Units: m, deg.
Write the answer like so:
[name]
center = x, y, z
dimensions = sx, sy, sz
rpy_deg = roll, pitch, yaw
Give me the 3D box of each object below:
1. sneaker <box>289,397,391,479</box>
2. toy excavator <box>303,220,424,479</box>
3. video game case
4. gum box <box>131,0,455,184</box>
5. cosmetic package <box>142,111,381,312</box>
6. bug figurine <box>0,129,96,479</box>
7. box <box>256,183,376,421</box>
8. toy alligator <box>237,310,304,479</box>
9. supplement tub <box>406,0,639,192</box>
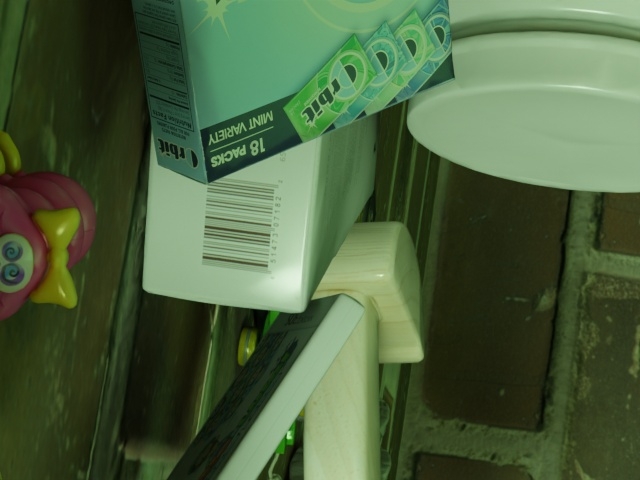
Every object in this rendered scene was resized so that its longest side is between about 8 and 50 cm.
[sneaker]
center = 0.020, 0.232, 1.609
dimensions = 0.232, 0.090, 0.115
rpy_deg = -60, 159, -69
[toy excavator]
center = 0.032, 0.270, 1.062
dimensions = 0.433, 0.222, 0.445
rpy_deg = -78, 163, -50
[video game case]
center = -0.041, 0.098, 0.899
dimensions = 0.157, 0.019, 0.143
rpy_deg = -56, -172, -11
[gum box]
center = -0.014, -0.138, 0.773
dimensions = 0.157, 0.041, 0.184
rpy_deg = -25, 122, -34
[cosmetic package]
center = -0.012, -0.181, 0.962
dimensions = 0.284, 0.097, 0.377
rpy_deg = -50, 147, -72
[bug figurine]
center = -0.117, 0.068, 0.512
dimensions = 0.216, 0.072, 0.279
rpy_deg = -59, 155, -71
[box]
center = 0.000, 0.000, 1.357
dimensions = 0.183, 0.056, 0.231
rpy_deg = 87, 13, -49
[toy alligator]
center = -0.028, 0.110, 1.248
dimensions = 0.051, 0.056, 0.189
rpy_deg = -71, 166, -55
[supplement tub]
center = 0.175, -0.217, 1.075
dimensions = 0.241, 0.241, 0.331
rpy_deg = 68, 29, -74
